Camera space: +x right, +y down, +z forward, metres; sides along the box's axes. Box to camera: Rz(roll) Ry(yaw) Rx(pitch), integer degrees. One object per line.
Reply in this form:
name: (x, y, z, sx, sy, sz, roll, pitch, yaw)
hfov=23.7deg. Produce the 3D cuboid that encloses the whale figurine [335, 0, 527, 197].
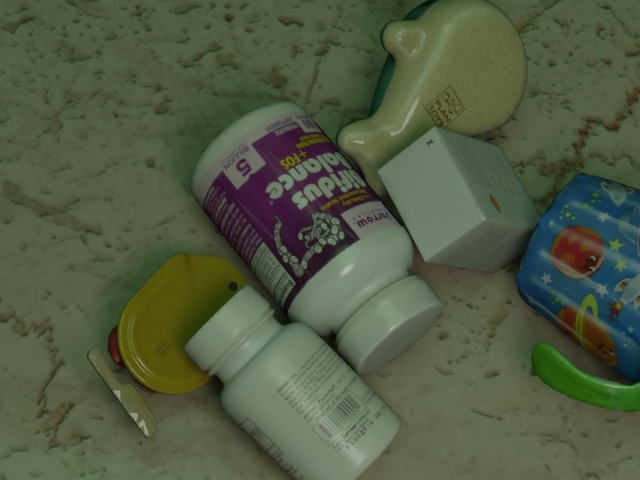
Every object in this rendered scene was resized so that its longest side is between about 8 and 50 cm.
whale figurine: (0.121, -0.177, 1.840, 0.272, 0.216, 0.141, -45, 31, -14)

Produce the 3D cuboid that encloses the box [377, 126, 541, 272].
box: (0.166, -0.044, 1.758, 0.091, 0.170, 0.130, -37, 66, 25)

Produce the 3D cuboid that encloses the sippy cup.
sippy cup: (0.353, 0.042, 1.724, 0.224, 0.305, 0.240, 31, 110, 21)

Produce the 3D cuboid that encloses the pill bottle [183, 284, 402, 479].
pill bottle: (-0.034, 0.163, 1.651, 0.229, 0.131, 0.131, 45, 69, 2)

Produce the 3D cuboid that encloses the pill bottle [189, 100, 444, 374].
pill bottle: (0.000, 0.000, 1.733, 0.169, 0.169, 0.301, -34, 72, -18)

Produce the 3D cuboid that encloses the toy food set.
toy food set: (-0.174, 0.109, 1.716, 0.128, 0.071, 0.218, 48, 61, -9)
